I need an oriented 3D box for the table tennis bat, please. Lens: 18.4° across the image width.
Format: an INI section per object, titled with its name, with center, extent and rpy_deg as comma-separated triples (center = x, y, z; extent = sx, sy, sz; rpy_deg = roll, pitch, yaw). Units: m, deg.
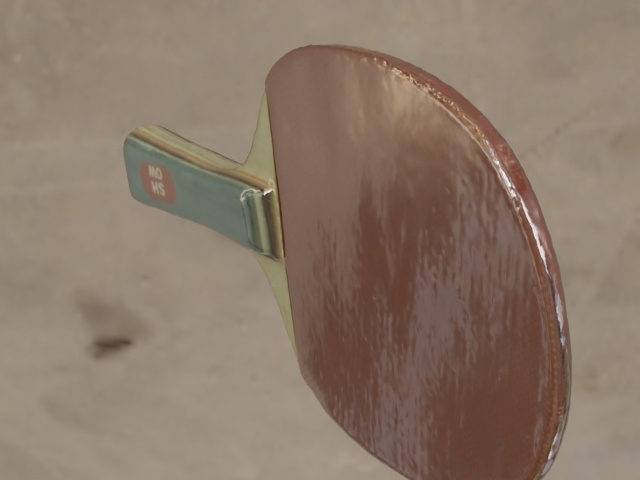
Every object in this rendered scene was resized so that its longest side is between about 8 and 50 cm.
[table tennis bat]
center = 0.000, 0.000, 0.699
extent = 0.021, 0.274, 0.154
rpy_deg = -17, 112, -28
